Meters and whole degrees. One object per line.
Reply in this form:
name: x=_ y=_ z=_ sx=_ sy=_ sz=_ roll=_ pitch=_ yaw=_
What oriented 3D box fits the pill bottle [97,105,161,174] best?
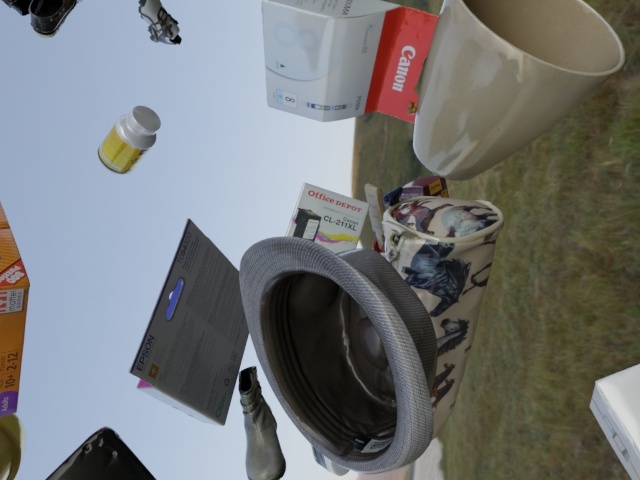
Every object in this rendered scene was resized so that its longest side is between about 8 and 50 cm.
pill bottle: x=-0.479 y=-0.253 z=1.283 sx=0.103 sy=0.184 sz=0.103 roll=28 pitch=-135 yaw=-31

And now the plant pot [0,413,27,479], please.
plant pot: x=-0.779 y=0.496 z=1.067 sx=0.239 sy=0.254 sz=0.254 roll=-148 pitch=59 yaw=-65

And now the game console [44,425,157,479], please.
game console: x=-0.396 y=0.589 z=0.900 sx=0.342 sy=0.386 sz=0.060 roll=-44 pitch=-15 yaw=-20

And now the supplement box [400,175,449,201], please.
supplement box: x=0.282 y=-0.065 z=1.329 sx=0.104 sy=0.081 sz=0.188 roll=-28 pitch=-69 yaw=-37

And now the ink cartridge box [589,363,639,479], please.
ink cartridge box: x=0.717 y=0.378 z=1.069 sx=0.270 sy=0.198 sz=0.197 roll=49 pitch=-162 yaw=-54

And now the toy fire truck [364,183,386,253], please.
toy fire truck: x=0.198 y=-0.004 z=1.043 sx=0.246 sy=0.217 sz=0.158 roll=23 pitch=-105 yaw=-34

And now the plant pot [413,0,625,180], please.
plant pot: x=0.259 y=-0.229 z=0.788 sx=0.274 sy=0.257 sz=0.256 roll=115 pitch=173 yaw=-51

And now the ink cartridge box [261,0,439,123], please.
ink cartridge box: x=0.072 y=-0.358 z=1.074 sx=0.308 sy=0.385 sz=0.091 roll=98 pitch=-169 yaw=-65

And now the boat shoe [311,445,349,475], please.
boat shoe: x=0.011 y=0.383 z=1.178 sx=0.108 sy=0.102 sz=0.301 roll=-13 pitch=-82 yaw=-42

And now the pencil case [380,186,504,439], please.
pencil case: x=0.143 y=0.131 z=0.778 sx=0.160 sy=0.184 sz=0.410 roll=-129 pitch=39 yaw=-55

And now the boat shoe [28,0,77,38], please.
boat shoe: x=-0.417 y=-0.380 z=0.799 sx=0.042 sy=0.049 sz=0.133 roll=128 pitch=153 yaw=-59

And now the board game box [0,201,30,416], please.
board game box: x=-0.801 y=0.128 z=0.967 sx=0.357 sy=0.356 sz=0.356 roll=-5 pitch=-51 yaw=-42

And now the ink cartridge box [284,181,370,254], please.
ink cartridge box: x=0.000 y=0.000 z=0.907 sx=0.072 sy=0.127 sz=0.175 roll=115 pitch=173 yaw=-82

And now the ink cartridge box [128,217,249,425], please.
ink cartridge box: x=-0.258 y=0.176 z=1.059 sx=0.330 sy=0.071 sz=0.324 roll=57 pitch=-143 yaw=-48

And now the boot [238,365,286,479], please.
boot: x=-0.140 y=0.378 z=1.067 sx=0.246 sy=0.083 sz=0.161 roll=-126 pitch=20 yaw=-72

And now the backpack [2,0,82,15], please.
backpack: x=-0.624 y=-0.626 z=1.078 sx=0.213 sy=0.276 sz=0.263 roll=-52 pitch=-4 yaw=16

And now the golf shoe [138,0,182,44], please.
golf shoe: x=-0.423 y=-0.597 z=1.367 sx=0.198 sy=0.094 sz=0.077 roll=105 pitch=-173 yaw=-80

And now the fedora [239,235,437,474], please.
fedora: x=0.037 y=0.106 z=0.554 sx=0.124 sy=0.244 sz=0.275 roll=-26 pitch=-81 yaw=-42
